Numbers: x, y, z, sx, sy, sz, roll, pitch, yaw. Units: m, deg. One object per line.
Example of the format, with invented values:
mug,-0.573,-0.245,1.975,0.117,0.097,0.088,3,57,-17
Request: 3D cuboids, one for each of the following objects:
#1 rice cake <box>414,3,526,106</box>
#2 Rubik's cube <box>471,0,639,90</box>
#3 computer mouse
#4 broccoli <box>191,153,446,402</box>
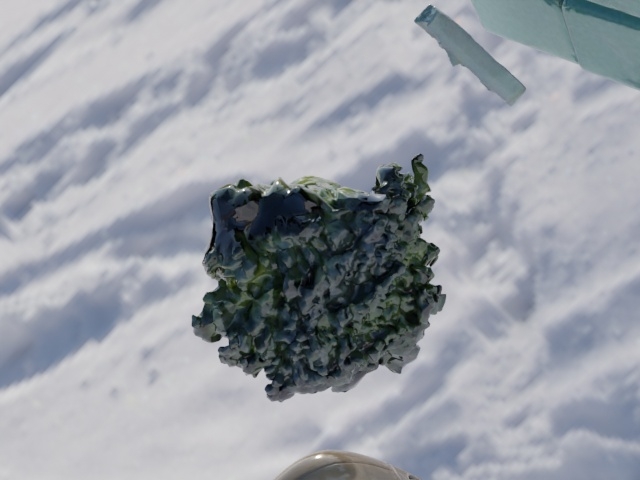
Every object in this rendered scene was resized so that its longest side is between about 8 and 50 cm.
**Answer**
rice cake,0.178,-0.216,2.081,0.042,0.180,0.030,-50,36,6
Rubik's cube,0.261,-0.302,1.130,0.316,0.322,0.319,27,68,42
computer mouse,0.036,0.273,1.641,0.145,0.236,0.082,-42,48,13
broccoli,-0.004,0.006,1.225,0.165,0.145,0.304,-4,13,-1
